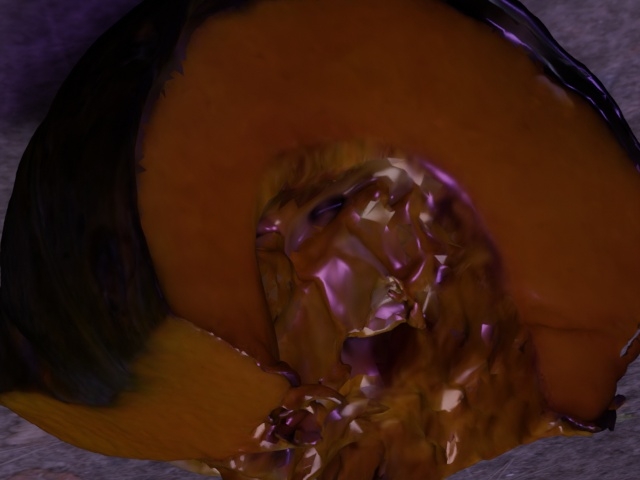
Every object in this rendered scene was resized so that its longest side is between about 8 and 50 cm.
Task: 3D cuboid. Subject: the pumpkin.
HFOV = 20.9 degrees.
[{"bbox_3d":[0.000,0.000,0.841,0.303,0.256,0.225,23,144,-25],"label":"pumpkin"}]
